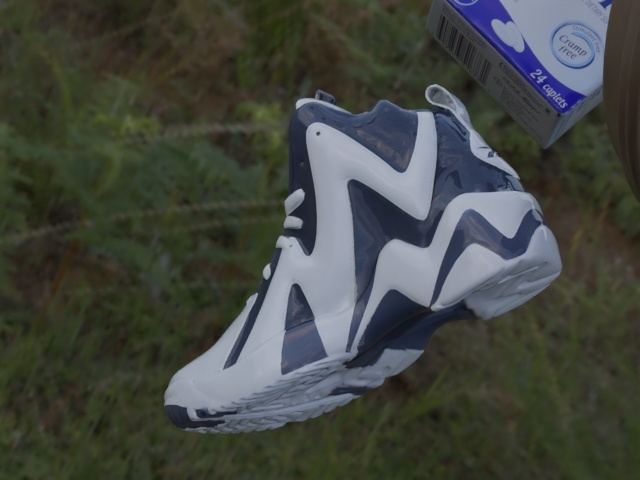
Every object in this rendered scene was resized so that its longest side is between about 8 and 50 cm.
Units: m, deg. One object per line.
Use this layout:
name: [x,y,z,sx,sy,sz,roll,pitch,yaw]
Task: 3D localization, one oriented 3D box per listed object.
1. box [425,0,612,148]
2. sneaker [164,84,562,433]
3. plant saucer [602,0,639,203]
box: [0.166,-0.158,1.144,0.137,0.072,0.126,-40,79,-14]
sneaker: [0.000,0.000,0.902,0.094,0.235,0.153,17,46,-56]
plant saucer: [0.224,-0.135,0.843,0.041,0.278,0.278,25,31,33]
